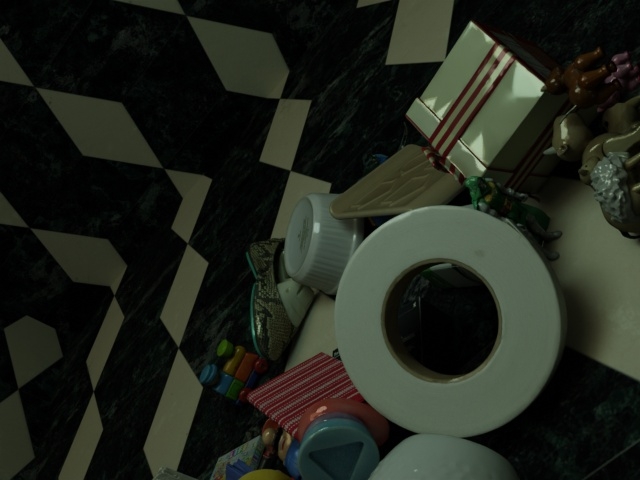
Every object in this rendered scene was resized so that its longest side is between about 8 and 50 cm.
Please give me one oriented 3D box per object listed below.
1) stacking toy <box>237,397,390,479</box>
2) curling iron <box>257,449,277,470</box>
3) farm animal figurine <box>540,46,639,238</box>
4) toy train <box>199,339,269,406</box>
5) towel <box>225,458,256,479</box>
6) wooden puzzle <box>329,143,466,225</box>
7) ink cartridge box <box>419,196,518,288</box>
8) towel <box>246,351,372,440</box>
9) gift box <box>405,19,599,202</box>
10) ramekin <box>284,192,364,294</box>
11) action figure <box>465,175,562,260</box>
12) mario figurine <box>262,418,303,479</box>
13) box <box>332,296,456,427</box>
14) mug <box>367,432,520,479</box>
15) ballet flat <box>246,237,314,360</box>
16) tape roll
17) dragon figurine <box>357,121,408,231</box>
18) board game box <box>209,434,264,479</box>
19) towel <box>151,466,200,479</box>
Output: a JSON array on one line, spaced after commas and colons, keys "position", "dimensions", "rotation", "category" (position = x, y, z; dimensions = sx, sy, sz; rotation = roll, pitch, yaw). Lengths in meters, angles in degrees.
[{"position": [0.027, 0.439, 1.195], "dimensions": [0.309, 0.279, 0.130], "rotation": [-52, 15, 12], "category": "stacking toy"}, {"position": [-0.110, 0.498, 1.681], "dimensions": [0.274, 0.035, 0.068], "rotation": [-60, 25, -8], "category": "curling iron"}, {"position": [0.476, -0.150, 1.191], "dimensions": [0.172, 0.330, 0.326], "rotation": [-32, 63, 36], "category": "farm animal figurine"}, {"position": [-0.215, 0.309, 1.962], "dimensions": [0.105, 0.143, 0.248], "rotation": [3, 63, 61], "category": "toy train"}, {"position": [-0.133, 0.626, 1.427], "dimensions": [0.243, 0.040, 0.335], "rotation": [0, 87, 59], "category": "towel"}, {"position": [0.230, -0.128, 1.656], "dimensions": [0.322, 0.080, 0.348], "rotation": [-38, 22, -25], "category": "wooden puzzle"}, {"position": [0.308, 0.009, 1.445], "dimensions": [0.208, 0.087, 0.153], "rotation": [-12, 50, 58], "category": "ink cartridge box"}, {"position": [-0.010, 0.299, 1.393], "dimensions": [0.199, 0.031, 0.275], "rotation": [-25, 16, -23], "category": "towel"}, {"position": [0.344, -0.222, 1.368], "dimensions": [0.258, 0.255, 0.276], "rotation": [-56, 47, 31], "category": "gift box"}, {"position": [0.000, 0.000, 1.862], "dimensions": [0.273, 0.127, 0.272], "rotation": [-169, 90, -70], "category": "ramekin"}, {"position": [0.338, -0.045, 1.285], "dimensions": [0.063, 0.232, 0.137], "rotation": [-25, 40, 48], "category": "action figure"}, {"position": [-0.058, 0.430, 1.450], "dimensions": [0.198, 0.170, 0.320], "rotation": [-38, 15, -7], "category": "mario figurine"}, {"position": [0.139, 0.259, 1.439], "dimensions": [0.261, 0.103, 0.184], "rotation": [-38, 35, 36], "category": "box"}, {"position": [0.198, 0.452, 0.964], "dimensions": [0.374, 0.276, 0.328], "rotation": [2, 53, 26], "category": "mug"}, {"position": [-0.107, 0.127, 2.004], "dimensions": [0.182, 0.164, 0.482], "rotation": [-24, 31, 7], "category": "ballet flat"}, {"position": [0.211, 0.132, 1.219], "dimensions": [0.392, 0.072, 0.392], "rotation": [-2, 86, 26], "category": "tape roll"}, {"position": [0.172, -0.154, 1.879], "dimensions": [0.289, 0.085, 0.144], "rotation": [-52, 27, 21], "category": "dragon figurine"}, {"position": [-0.205, 0.547, 1.757], "dimensions": [0.154, 0.026, 0.103], "rotation": [-35, 17, 27], "category": "board game box"}, {"position": [-0.352, 0.696, 1.707], "dimensions": [0.049, 0.187, 0.282], "rotation": [-43, 26, 57], "category": "towel"}]
